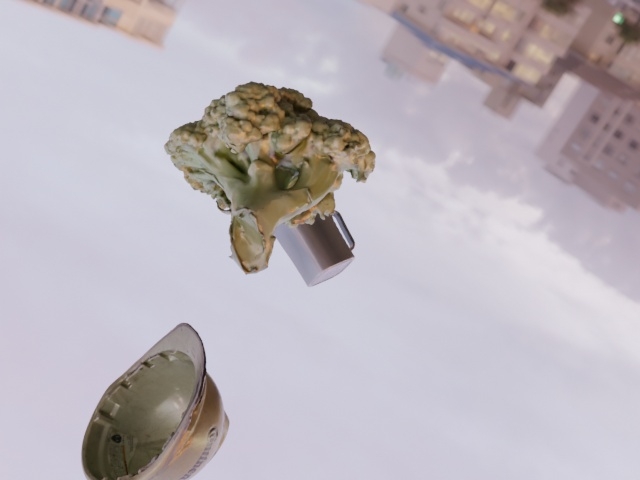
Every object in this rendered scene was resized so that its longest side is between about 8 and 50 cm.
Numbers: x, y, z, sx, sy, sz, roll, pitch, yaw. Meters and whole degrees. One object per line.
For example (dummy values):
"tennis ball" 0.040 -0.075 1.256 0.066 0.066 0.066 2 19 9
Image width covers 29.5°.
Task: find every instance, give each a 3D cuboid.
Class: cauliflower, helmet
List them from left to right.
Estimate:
"helmet" -0.194 0.251 1.656 0.137 0.257 0.204 32 -153 -35
"cauliflower" -0.078 -0.120 1.866 0.327 0.260 0.281 -6 -160 2

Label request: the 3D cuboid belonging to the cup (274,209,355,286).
"cup" 0.000 0.000 2.195 0.128 0.095 0.129 -22 -105 -35
